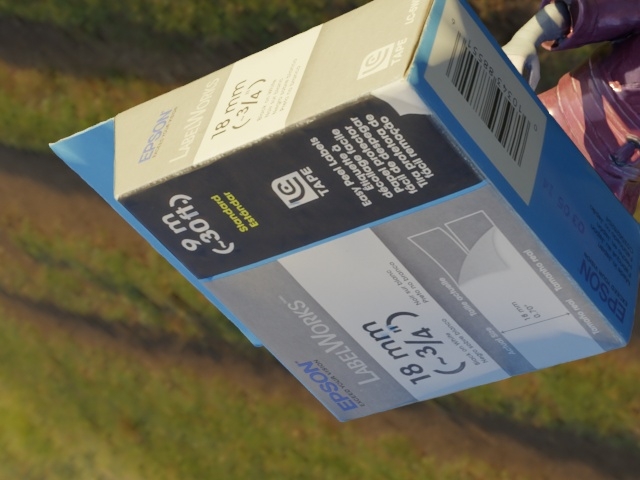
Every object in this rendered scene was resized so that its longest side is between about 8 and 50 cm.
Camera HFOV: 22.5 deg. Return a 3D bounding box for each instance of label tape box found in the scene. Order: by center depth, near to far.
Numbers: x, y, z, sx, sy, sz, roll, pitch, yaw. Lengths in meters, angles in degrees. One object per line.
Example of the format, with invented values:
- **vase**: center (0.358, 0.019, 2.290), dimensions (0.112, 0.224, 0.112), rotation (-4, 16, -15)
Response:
- **label tape box**: center (0.000, 0.000, 1.023), dimensions (0.333, 0.106, 0.240), rotation (-19, 127, 36)

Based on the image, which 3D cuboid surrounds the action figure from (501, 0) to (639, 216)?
- **action figure**: center (0.235, -0.084, 1.240), dimensions (0.248, 0.276, 0.370), rotation (46, 119, -6)
